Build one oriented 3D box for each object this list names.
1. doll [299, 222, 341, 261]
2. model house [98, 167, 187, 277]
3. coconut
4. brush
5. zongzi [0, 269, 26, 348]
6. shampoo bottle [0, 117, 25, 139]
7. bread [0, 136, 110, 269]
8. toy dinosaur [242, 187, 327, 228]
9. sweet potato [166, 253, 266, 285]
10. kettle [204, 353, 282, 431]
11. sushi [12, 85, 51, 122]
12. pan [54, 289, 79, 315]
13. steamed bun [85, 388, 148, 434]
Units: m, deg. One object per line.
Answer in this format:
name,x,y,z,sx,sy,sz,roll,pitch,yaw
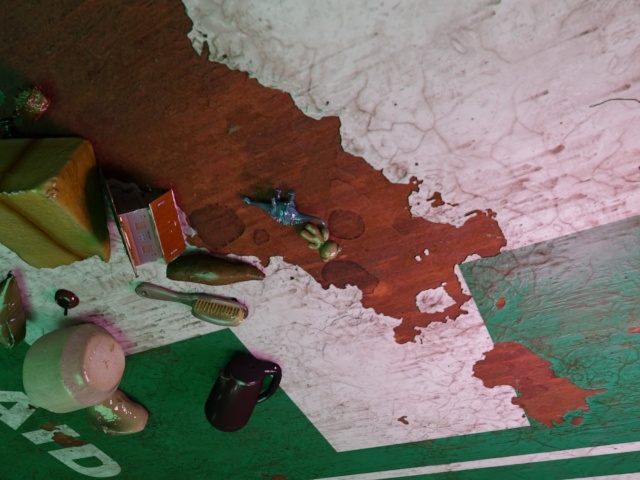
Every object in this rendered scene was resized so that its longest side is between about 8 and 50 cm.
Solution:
doll,0.001,0.002,1.100,0.061,0.051,0.093,-46,116,5
model house,-0.386,-0.059,1.087,0.135,0.207,0.220,-17,121,-22
coconut,-0.712,0.367,1.403,0.265,0.237,0.238,-14,125,14
brush,-0.347,0.172,1.292,0.312,0.067,0.072,13,130,2
zongzi,-0.942,0.165,1.361,0.228,0.115,0.256,17,123,2
shampoo bottle,-0.658,-0.199,1.066,0.048,0.027,0.137,-3,129,4
bread,-0.595,-0.021,1.053,0.233,0.245,0.362,-2,128,-5
toy dinosaur,-0.077,-0.069,1.062,0.197,0.045,0.080,18,143,4
sweet potato,-0.255,0.070,1.187,0.243,0.077,0.077,2,129,4
kettle,-0.223,0.443,1.445,0.201,0.144,0.232,9,130,-23
sushi,-0.579,-0.273,0.972,0.118,0.062,0.060,-28,131,30
pan,-0.726,0.186,1.390,0.068,0.023,0.115,21,129,-9
steamed bun,-0.704,0.601,1.669,0.212,0.111,0.231,18,132,-5
